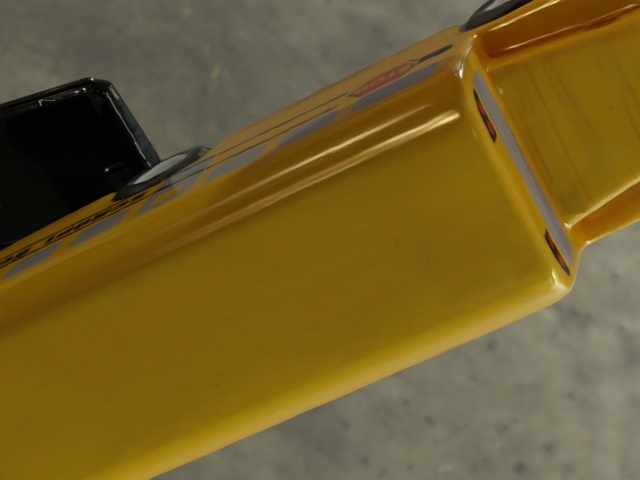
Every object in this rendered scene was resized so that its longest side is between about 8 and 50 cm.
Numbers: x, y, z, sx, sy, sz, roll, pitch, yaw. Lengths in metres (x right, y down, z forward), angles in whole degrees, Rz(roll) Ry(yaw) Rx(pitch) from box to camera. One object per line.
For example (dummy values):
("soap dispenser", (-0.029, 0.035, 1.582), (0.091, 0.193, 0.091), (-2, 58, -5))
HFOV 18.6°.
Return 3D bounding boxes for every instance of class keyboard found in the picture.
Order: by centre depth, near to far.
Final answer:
("keyboard", (-0.168, -0.024, 0.947), (0.038, 0.192, 0.100), (-87, 156, -48))

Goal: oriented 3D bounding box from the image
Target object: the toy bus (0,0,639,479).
("toy bus", (0.000, 0.000, 0.825), (0.108, 0.333, 0.130), (62, 18, -11))
